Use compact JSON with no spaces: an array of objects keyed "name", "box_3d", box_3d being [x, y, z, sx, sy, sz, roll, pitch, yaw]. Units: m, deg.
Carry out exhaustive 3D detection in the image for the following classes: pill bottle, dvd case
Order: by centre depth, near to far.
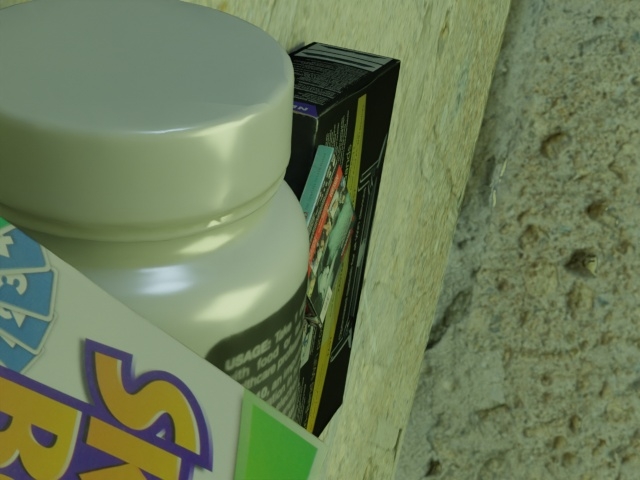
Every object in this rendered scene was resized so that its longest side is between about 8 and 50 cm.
[{"name":"pill bottle","box_3d":[-0.088,0.047,0.620,0.161,0.161,0.283,-58,158,-56]},{"name":"dvd case","box_3d":[0.000,0.000,0.939,0.119,0.013,0.087,65,41,-66]}]

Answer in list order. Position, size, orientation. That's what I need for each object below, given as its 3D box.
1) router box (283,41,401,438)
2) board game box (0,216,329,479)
[{"name":"router box","box_3d":[-0.026,0.023,1.061,0.243,0.081,0.309,-44,145,-68]},{"name":"board game box","box_3d":[-0.103,0.058,0.418,0.039,0.259,0.124,-31,-152,45]}]
